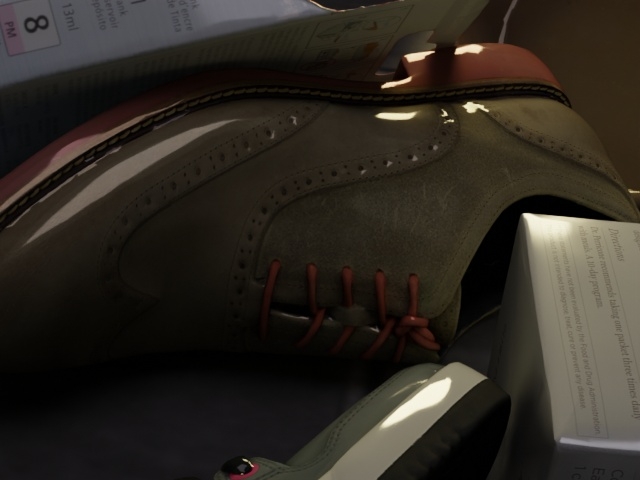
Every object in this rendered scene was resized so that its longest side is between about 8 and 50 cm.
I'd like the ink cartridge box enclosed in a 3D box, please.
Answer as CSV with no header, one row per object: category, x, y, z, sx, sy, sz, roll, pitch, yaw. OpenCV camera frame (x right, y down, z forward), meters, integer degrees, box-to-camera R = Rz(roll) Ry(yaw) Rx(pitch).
ink cartridge box,-0.052,-0.092,0.729,0.232,0.189,0.066,-18,84,-12

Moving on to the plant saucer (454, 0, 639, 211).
plant saucer,0.205,-0.127,0.847,0.278,0.041,0.277,-14,54,20

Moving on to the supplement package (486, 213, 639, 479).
supplement package,0.190,0.089,0.577,0.244,0.139,0.134,4,36,-2

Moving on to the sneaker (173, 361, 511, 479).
sneaker,-0.085,0.106,0.511,0.178,0.123,0.295,36,56,24

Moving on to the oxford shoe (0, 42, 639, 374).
oxford shoe,0.000,0.000,0.684,0.348,0.123,0.130,-18,51,-26
